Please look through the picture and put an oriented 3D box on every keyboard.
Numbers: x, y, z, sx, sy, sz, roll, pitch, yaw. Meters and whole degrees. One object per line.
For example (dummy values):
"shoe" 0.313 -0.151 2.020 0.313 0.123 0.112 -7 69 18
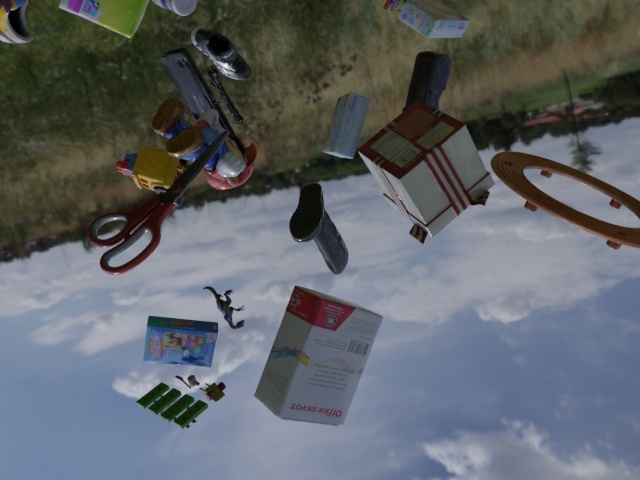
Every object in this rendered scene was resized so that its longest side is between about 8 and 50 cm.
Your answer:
"keyboard" -0.296 -0.375 1.694 0.201 0.317 0.033 9 -130 40

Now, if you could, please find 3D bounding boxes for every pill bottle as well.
"pill bottle" -0.476 -0.776 1.971 0.169 0.094 0.094 32 -147 29

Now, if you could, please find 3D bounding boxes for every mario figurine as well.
"mario figurine" -0.230 -0.226 1.416 0.170 0.198 0.320 -3 171 18

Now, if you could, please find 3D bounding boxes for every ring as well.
"ring" 0.454 -0.069 1.102 0.337 0.032 0.336 15 -152 -8

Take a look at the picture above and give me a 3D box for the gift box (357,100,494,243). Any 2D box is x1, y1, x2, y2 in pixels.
"gift box" 0.284 -0.167 1.651 0.255 0.258 0.276 -37 -141 1

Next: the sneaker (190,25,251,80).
"sneaker" -0.294 -0.575 1.954 0.234 0.078 0.106 36 174 -39

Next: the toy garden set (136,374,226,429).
"toy garden set" -0.443 0.516 2.041 0.244 0.049 0.204 10 -146 41

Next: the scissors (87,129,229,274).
"scissors" -0.234 -0.061 0.996 0.297 0.109 0.021 -38 157 -15

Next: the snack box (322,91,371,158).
"snack box" 0.072 -0.331 1.821 0.070 0.174 0.207 15 -175 -11

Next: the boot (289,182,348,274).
"boot" 0.002 0.001 1.396 0.076 0.208 0.189 -1 -138 18

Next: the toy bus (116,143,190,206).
"toy bus" -0.533 -0.212 1.997 0.211 0.149 0.220 12 164 -3

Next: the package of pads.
"package of pads" -0.594 -0.767 1.816 0.229 0.296 0.101 18 -154 -29

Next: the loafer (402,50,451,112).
"loafer" 0.279 -0.383 1.773 0.095 0.302 0.109 28 -160 34

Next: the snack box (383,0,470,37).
"snack box" 0.186 -0.391 1.087 0.100 0.037 0.141 40 -145 20

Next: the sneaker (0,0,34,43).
"sneaker" -0.490 -0.390 0.950 0.084 0.185 0.069 14 -131 14

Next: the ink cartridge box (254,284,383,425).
"ink cartridge box" -0.004 0.292 1.585 0.226 0.306 0.131 21 -179 -38

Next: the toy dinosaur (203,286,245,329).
"toy dinosaur" -0.175 0.131 1.196 0.047 0.082 0.090 -30 -136 -32

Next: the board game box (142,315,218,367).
"board game box" -0.427 0.310 1.914 0.210 0.160 0.047 8 -145 -14
